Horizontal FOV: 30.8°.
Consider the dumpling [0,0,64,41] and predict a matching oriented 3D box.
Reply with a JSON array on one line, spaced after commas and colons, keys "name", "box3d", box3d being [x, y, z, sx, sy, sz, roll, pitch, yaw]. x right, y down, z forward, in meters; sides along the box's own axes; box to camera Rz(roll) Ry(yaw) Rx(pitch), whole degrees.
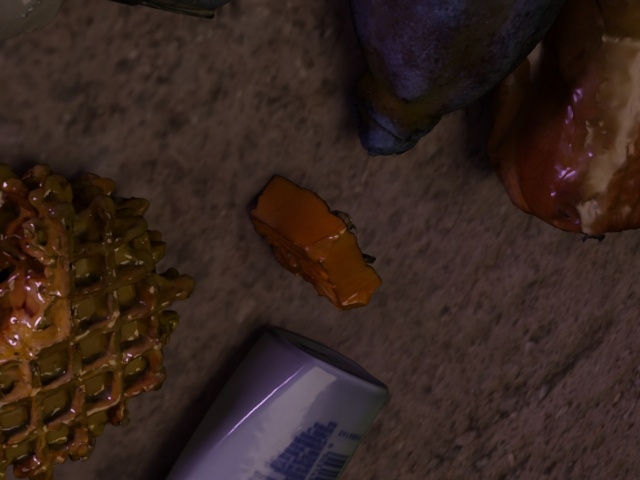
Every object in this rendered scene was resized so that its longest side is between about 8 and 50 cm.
[{"name": "dumpling", "box3d": [-0.160, -0.134, 0.587, 0.076, 0.057, 0.052, -39, 179, 13]}]

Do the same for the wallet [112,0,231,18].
[{"name": "wallet", "box3d": [-0.110, -0.174, 0.581, 0.155, 0.039, 0.110, 3, 76, -44]}]

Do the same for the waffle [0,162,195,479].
[{"name": "waffle", "box3d": [-0.169, 0.052, 0.664, 0.197, 0.070, 0.193, 10, 108, -47]}]

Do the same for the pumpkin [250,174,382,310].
[{"name": "pumpkin", "box3d": [0.000, 0.000, 0.787, 0.054, 0.083, 0.074, -42, 140, -12]}]

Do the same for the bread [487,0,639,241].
[{"name": "bread", "box3d": [0.227, -0.176, 0.850, 0.195, 0.149, 0.344, -6, 120, -29]}]

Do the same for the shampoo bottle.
[{"name": "shampoo bottle", "box3d": [-0.088, 0.237, 0.851, 0.134, 0.078, 0.359, 28, 94, -45]}]

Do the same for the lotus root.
[{"name": "lotus root", "box3d": [0.095, -0.187, 0.721, 0.158, 0.140, 0.322, -10, 123, -41]}]
